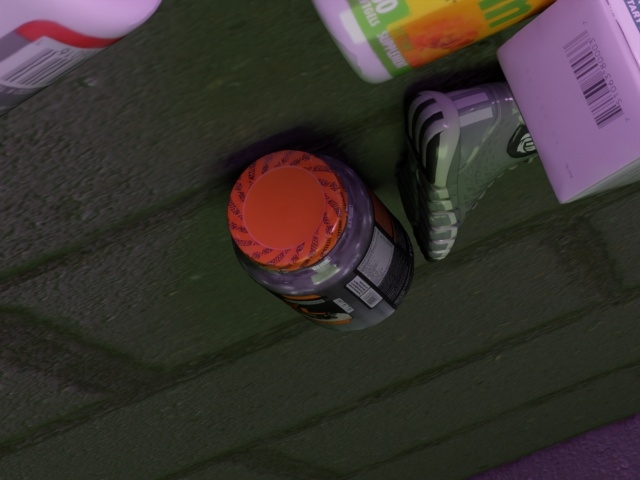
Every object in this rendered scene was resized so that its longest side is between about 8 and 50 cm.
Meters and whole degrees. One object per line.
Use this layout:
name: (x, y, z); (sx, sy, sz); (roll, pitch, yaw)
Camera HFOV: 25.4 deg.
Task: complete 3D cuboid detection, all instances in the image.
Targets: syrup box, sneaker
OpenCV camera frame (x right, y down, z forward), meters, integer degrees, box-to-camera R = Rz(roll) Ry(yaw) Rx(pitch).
syrup box: (0.223, -0.101, 0.770); (0.237, 0.093, 0.096); (-16, 170, -31)
sneaker: (0.138, -0.059, 1.158); (0.132, 0.086, 0.228); (-18, 158, -7)

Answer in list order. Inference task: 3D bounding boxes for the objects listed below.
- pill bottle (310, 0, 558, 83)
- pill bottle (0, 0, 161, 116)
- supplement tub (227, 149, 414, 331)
pill bottle: (0.108, -0.189, 0.729); (0.246, 0.136, 0.136); (-23, 159, 12)
pill bottle: (-0.223, -0.101, 0.639); (0.283, 0.161, 0.161); (-28, 157, 24)
supplement tub: (0.000, 0.000, 1.142); (0.117, 0.117, 0.190); (-23, 158, 11)
